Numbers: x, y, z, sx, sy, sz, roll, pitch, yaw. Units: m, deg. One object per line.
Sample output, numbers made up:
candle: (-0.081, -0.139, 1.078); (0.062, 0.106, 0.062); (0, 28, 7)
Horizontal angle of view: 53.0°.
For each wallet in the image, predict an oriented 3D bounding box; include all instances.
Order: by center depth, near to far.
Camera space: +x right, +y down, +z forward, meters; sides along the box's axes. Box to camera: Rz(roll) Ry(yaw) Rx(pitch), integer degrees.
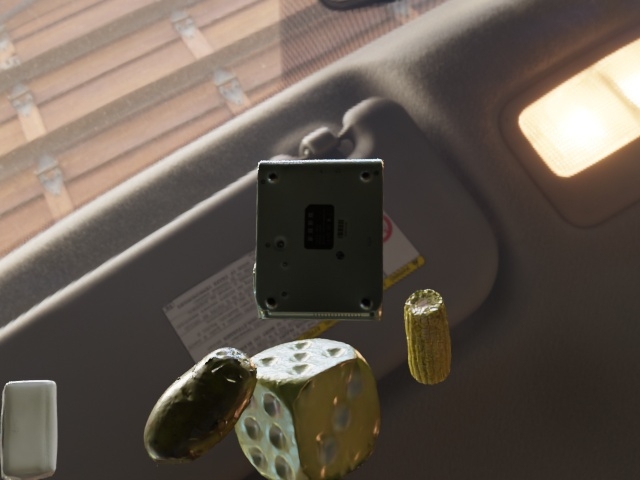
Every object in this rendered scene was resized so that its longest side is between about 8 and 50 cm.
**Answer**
wallet: (-0.524, 0.340, 1.155); (0.095, 0.033, 0.189); (4, -128, -25)

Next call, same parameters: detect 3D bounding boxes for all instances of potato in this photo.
potato: (-0.216, 0.302, 1.161); (0.149, 0.113, 0.251); (29, -104, 37)

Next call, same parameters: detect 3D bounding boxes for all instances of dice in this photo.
dice: (-0.032, 0.351, 1.334); (0.227, 0.238, 0.233); (1, -168, 45)

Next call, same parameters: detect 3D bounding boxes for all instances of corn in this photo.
corn: (0.227, 0.206, 1.350); (0.094, 0.244, 0.093); (-6, -139, 5)

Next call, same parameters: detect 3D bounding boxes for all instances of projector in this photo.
projector: (0.000, 0.000, 1.008); (0.199, 0.108, 0.250); (1, -95, 6)
